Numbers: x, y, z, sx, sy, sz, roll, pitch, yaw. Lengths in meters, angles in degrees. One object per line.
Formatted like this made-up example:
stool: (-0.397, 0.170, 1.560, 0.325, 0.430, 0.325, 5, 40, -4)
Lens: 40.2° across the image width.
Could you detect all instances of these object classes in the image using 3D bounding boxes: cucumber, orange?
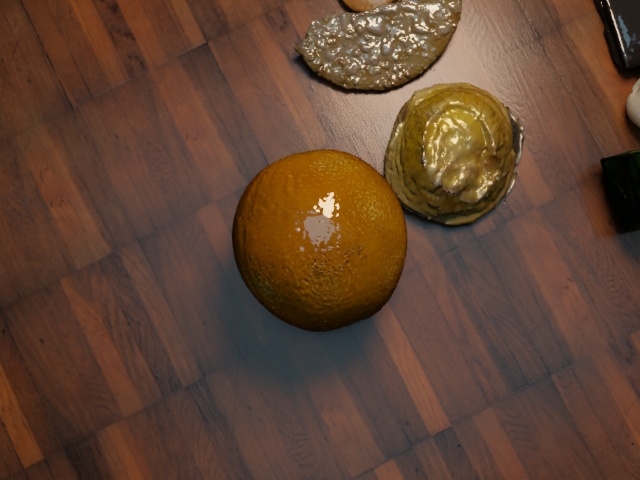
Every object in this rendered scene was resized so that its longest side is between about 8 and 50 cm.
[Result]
cucumber: (0.532, -0.098, 1.350, 0.191, 0.191, 0.130, -19, 83, -1)
orange: (0.000, 0.000, 1.302, 0.274, 0.274, 0.274, 0, 84, 1)

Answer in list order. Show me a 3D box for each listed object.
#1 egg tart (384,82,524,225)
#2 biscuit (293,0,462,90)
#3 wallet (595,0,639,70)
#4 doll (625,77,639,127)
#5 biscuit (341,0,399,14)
egg tart: (0.215, -0.145, 1.403, 0.252, 0.098, 0.232, -40, 88, -7)
biscuit: (0.104, -0.320, 1.439, 0.289, 0.038, 0.141, -14, 100, 2)
wallet: (0.658, -0.434, 1.440, 0.406, 0.062, 0.228, -15, 84, 0)
doll: (0.559, -0.254, 1.377, 0.110, 0.107, 0.181, 16, 116, 3)
biscuit: (0.129, -0.535, 1.448, 0.216, 0.047, 0.340, 29, 91, 7)
